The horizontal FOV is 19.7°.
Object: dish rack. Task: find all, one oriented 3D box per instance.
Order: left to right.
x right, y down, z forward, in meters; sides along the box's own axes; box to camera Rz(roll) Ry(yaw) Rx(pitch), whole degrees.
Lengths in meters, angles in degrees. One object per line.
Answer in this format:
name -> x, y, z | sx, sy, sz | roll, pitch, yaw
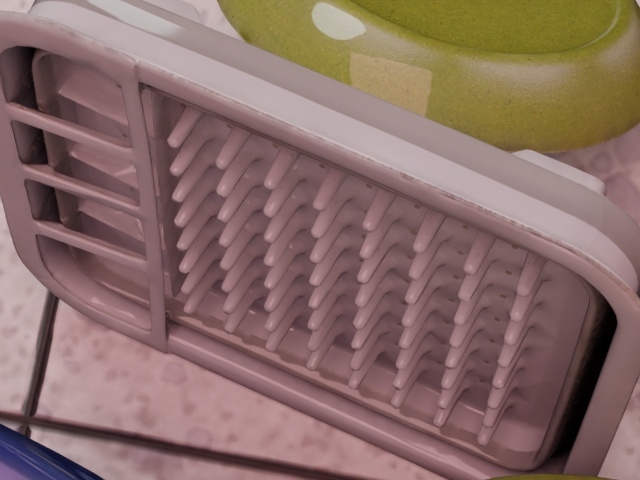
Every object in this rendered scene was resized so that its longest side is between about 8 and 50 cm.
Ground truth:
dish rack -> 0.000, 0.000, 0.895 | 0.332, 0.285, 0.072 | 24, 63, 11

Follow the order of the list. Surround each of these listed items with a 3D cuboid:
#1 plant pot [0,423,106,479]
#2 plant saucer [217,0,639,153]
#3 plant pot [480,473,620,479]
plant pot -> -0.115, 0.235, 0.876 | 0.212, 0.236, 0.236 | 24, 81, 4
plant saucer -> 0.064, -0.130, 0.944 | 0.240, 0.037, 0.241 | 11, 36, -8
plant pot -> 0.106, 0.266, 0.839 | 0.274, 0.275, 0.294 | 1, 63, 7
